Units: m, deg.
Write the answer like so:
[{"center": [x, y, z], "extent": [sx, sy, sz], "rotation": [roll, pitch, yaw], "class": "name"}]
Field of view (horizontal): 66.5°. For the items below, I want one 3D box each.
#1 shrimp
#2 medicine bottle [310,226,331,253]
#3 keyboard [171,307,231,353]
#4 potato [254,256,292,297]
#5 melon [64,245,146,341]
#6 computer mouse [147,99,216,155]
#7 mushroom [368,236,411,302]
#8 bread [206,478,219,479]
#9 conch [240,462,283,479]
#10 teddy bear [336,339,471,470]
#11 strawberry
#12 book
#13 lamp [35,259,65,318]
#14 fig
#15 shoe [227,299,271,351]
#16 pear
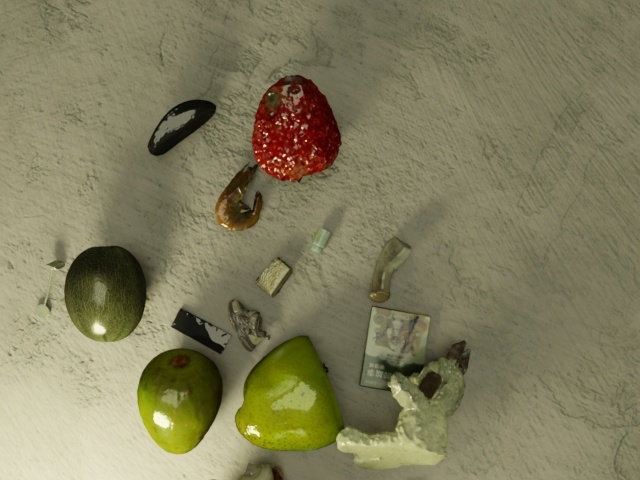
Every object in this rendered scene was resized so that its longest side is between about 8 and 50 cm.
[{"center": [-0.257, -0.146, 1.626], "extent": [0.150, 0.068, 0.249], "rotation": [23, 79, -20], "class": "shrimp"}, {"center": [0.000, 0.000, 1.626], "extent": [0.047, 0.047, 0.083], "rotation": [25, 87, 3], "class": "medicine bottle"}, {"center": [-0.400, 0.303, 1.635], "extent": [0.196, 0.015, 0.074], "rotation": [27, 91, 3], "class": "keyboard"}, {"center": [-0.154, 0.119, 1.617], "extent": [0.086, 0.061, 0.122], "rotation": [36, 87, 6], "class": "potato"}, {"center": [-0.675, 0.169, 1.539], "extent": [0.237, 0.237, 0.302], "rotation": [-6, 86, 1], "class": "melon"}, {"center": [-0.474, -0.390, 1.619], "extent": [0.269, 0.137, 0.086], "rotation": [-38, 93, -2], "class": "computer mouse"}, {"center": [0.220, 0.098, 1.599], "extent": [0.092, 0.081, 0.223], "rotation": [26, 90, 23], "class": "mushroom"}, {"center": [-0.247, 0.878, 1.438], "extent": [0.328, 0.337, 0.148], "rotation": [31, 48, 23], "class": "bread"}, {"center": [-0.192, 0.814, 1.541], "extent": [0.127, 0.158, 0.255], "rotation": [-5, 97, 22], "class": "conch"}, {"center": [0.275, 0.497, 1.510], "extent": [0.375, 0.327, 0.362], "rotation": [-12, 42, 26], "class": "teddy bear"}, {"center": [-0.075, -0.331, 1.524], "extent": [0.291, 0.310, 0.292], "rotation": [0, 84, -3], "class": "strawberry"}, {"center": [0.246, 0.362, 1.605], "extent": [0.202, 0.027, 0.264], "rotation": [10, 87, 0], "class": "book"}, {"center": [-0.917, 0.167, 1.654], "extent": [0.050, 0.056, 0.198], "rotation": [17, 98, 2], "class": "lamp"}, {"center": [-0.431, 0.506, 1.515], "extent": [0.258, 0.258, 0.326], "rotation": [1, 105, 2], "class": "fig"}, {"center": [-0.235, 0.268, 1.595], "extent": [0.092, 0.089, 0.180], "rotation": [-25, 89, 1], "class": "shoe"}, {"center": [-0.113, 0.502, 1.507], "extent": [0.318, 0.238, 0.342], "rotation": [-20, 86, -8], "class": "pear"}]
